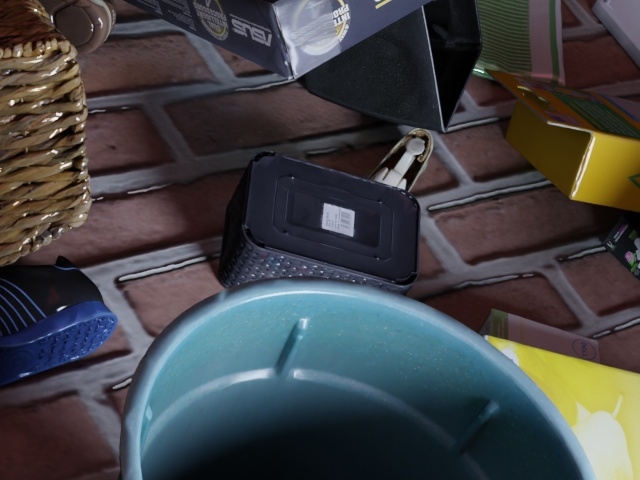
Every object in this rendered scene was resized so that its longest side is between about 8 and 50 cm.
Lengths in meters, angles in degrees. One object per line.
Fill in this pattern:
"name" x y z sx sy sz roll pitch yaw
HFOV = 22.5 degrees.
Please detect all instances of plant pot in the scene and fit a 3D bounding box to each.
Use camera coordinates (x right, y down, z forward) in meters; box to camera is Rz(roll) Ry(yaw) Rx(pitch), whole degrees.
"plant pot" 0.069 -0.245 1.777 0.167 0.188 0.187 2 38 22
"plant pot" -0.020 0.262 1.145 0.341 0.334 0.341 14 44 -14

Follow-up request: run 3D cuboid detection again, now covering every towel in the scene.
"towel" 0.150 -0.304 1.989 0.324 0.038 0.248 17 45 -12

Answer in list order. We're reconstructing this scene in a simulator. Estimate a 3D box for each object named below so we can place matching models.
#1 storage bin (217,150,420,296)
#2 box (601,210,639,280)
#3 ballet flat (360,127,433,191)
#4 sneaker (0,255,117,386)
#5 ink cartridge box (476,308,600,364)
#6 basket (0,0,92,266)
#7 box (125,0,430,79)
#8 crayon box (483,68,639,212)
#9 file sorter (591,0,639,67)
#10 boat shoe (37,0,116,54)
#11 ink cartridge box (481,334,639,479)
"storage bin" 0.000 0.000 1.580 0.180 0.084 0.122 15 50 -13
"box" 0.369 0.006 1.793 0.083 0.052 0.062 46 45 17
"ballet flat" 0.075 -0.069 1.714 0.057 0.052 0.168 32 43 0
"sneaker" -0.290 0.073 1.381 0.232 0.081 0.090 -13 52 -43
"ink cartridge box" 0.264 0.175 1.579 0.235 0.056 0.171 17 44 -10
"basket" -0.365 -0.090 1.413 0.299 0.213 0.223 -11 25 -18
"box" -0.023 -0.324 1.684 0.318 0.097 0.395 -31 35 -24
"crayon box" 0.349 -0.099 1.806 0.323 0.083 0.203 10 19 -19
"file sorter" 0.540 -0.312 2.096 0.277 0.173 0.193 -12 55 -34
"boat shoe" -0.333 -0.282 1.696 0.257 0.095 0.095 32 29 -4
"ink cartridge box" 0.266 0.261 1.439 0.307 0.072 0.304 13 59 -14
